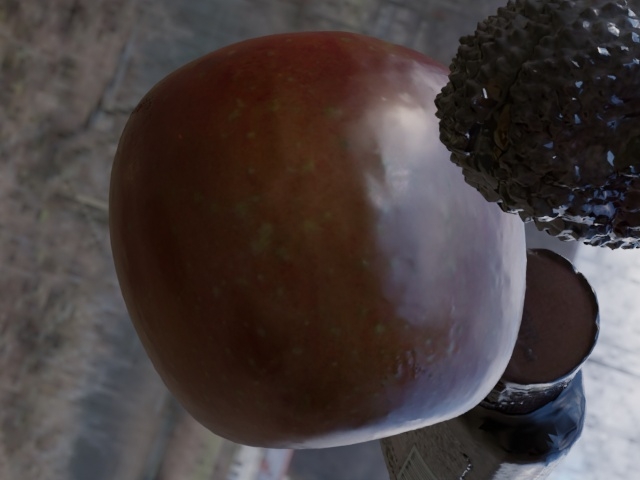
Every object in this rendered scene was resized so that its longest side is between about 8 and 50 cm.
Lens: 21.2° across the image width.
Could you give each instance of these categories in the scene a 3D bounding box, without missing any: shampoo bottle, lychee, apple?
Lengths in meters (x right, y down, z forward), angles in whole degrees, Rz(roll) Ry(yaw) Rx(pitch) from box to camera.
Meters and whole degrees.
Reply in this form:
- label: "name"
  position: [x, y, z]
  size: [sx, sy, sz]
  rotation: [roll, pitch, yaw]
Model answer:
- label: "shampoo bottle"
  position: [0.092, 0.088, 0.978]
  size: [0.323, 0.084, 0.129]
  rotation: [99, -29, -69]
- label: "lychee"
  position: [0.065, -0.028, 0.405]
  size: [0.083, 0.068, 0.067]
  rotation: [42, -18, 52]
- label: "apple"
  position: [0.000, 0.000, 0.725]
  size: [0.181, 0.181, 0.168]
  rotation: [128, -48, -84]
